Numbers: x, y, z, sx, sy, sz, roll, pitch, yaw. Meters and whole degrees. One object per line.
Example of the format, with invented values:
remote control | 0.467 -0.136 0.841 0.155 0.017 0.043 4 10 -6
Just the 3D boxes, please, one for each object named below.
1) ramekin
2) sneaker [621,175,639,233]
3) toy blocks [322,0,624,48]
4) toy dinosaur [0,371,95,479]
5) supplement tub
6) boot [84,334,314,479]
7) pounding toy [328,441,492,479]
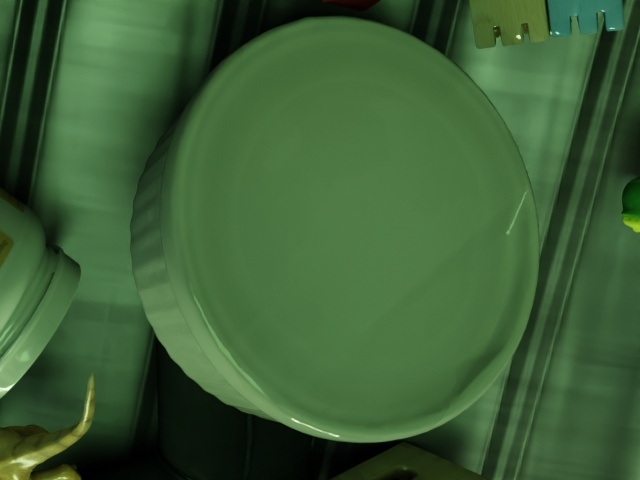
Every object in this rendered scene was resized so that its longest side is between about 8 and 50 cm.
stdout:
ramekin | 0.000 0.000 1.262 0.273 0.127 0.272 6 78 -28
sneaker | 0.323 -0.104 1.308 0.295 0.109 0.123 -35 88 8
toy blocks | 0.132 -0.245 1.222 0.381 0.190 0.261 -6 124 9
toy dinosaur | -0.201 0.144 1.281 0.211 0.112 0.064 -16 74 26
supplement tub | -0.273 0.008 1.269 0.200 0.144 0.144 38 101 -19
boot | -0.112 0.136 1.365 0.247 0.094 0.207 -5 115 -14
pounding toy | 0.055 0.262 1.436 0.094 0.181 0.206 21 112 29
